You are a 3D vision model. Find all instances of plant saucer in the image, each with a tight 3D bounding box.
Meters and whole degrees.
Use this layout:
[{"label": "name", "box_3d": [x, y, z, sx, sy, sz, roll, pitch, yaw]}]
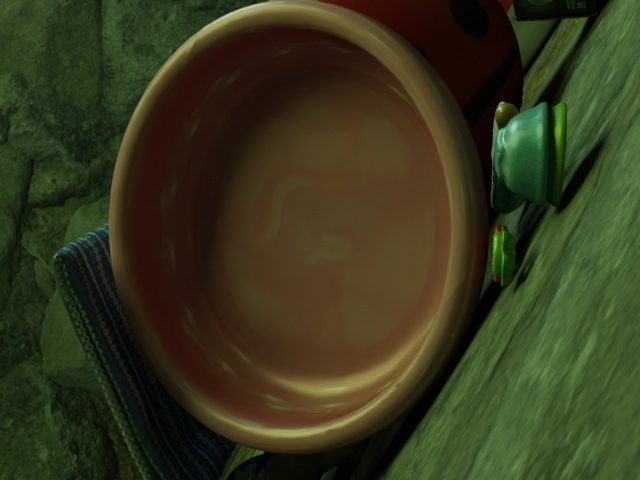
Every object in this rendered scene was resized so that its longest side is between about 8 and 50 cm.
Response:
[{"label": "plant saucer", "box_3d": [-0.011, -0.010, 1.174, 0.084, 0.332, 0.332, -2, -52, -55]}]

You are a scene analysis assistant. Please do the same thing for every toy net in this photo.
[{"label": "toy net", "box_3d": [0.142, -0.037, 1.092, 0.232, 0.045, 0.122, -50, -40, -82]}]

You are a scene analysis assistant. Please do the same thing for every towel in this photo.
[{"label": "towel", "box_3d": [-0.135, 0.098, 1.339, 0.040, 0.243, 0.336, -24, 5, 6]}]

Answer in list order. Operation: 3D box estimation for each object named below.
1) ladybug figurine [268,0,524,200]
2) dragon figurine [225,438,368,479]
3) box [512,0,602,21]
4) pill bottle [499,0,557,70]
[{"label": "ladybug figurine", "box_3d": [0.039, -0.075, 1.389, 0.162, 0.305, 0.449, 16, 65, 48]}, {"label": "dragon figurine", "box_3d": [-0.039, 0.220, 1.341, 0.289, 0.085, 0.144, -60, 1, -28]}, {"label": "box", "box_3d": [0.215, -0.311, 1.419, 0.147, 0.077, 0.180, -63, -34, -52]}, {"label": "pill bottle", "box_3d": [0.102, -0.375, 1.814, 0.229, 0.407, 0.229, -61, 1, 2]}]
